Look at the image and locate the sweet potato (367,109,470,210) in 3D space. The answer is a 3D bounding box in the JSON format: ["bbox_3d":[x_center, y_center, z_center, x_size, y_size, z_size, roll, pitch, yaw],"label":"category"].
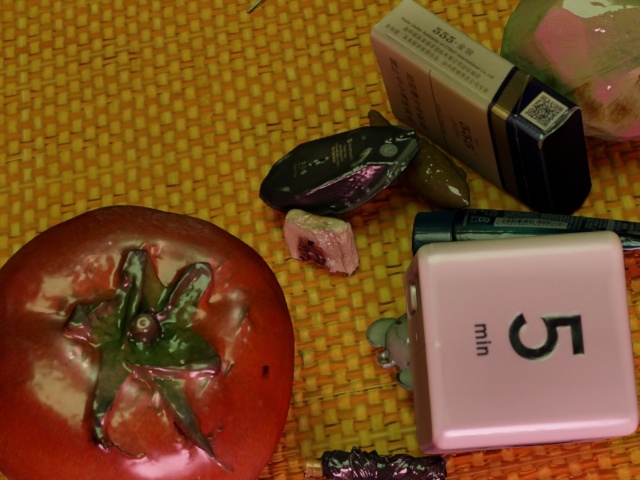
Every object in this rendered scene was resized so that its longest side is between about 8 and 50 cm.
[{"bbox_3d":[0.109,-0.087,2.096,0.068,0.060,0.206,-6,39,-40],"label":"sweet potato"}]

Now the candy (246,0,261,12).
[{"bbox_3d":[-0.062,-0.311,2.312,0.083,0.023,0.025,-44,24,-14],"label":"candy"}]

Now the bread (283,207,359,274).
[{"bbox_3d":[0.000,0.000,2.039,0.083,0.070,0.035,19,53,25],"label":"bread"}]

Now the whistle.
[{"bbox_3d":[0.164,0.076,1.953,0.235,0.077,0.114,-25,43,-11],"label":"whistle"}]

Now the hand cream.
[{"bbox_3d":[0.235,-0.006,1.990,0.270,0.120,0.061,-2,97,11],"label":"hand cream"}]

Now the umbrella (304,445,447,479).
[{"bbox_3d":[0.055,0.229,1.881,0.144,0.037,0.040,1,68,7],"label":"umbrella"}]

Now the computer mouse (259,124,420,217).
[{"bbox_3d":[0.024,-0.070,2.073,0.192,0.062,0.106,-17,33,13],"label":"computer mouse"}]

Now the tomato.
[{"bbox_3d":[-0.182,0.140,1.853,0.341,0.273,0.341,4,58,-7],"label":"tomato"}]

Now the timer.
[{"bbox_3d":[0.189,0.102,1.807,0.195,0.192,0.194,-3,82,-2],"label":"timer"}]

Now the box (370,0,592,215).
[{"bbox_3d":[0.178,-0.142,2.052,0.259,0.168,0.071,36,71,29],"label":"box"}]

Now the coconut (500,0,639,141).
[{"bbox_3d":[0.323,-0.207,2.033,0.236,0.236,0.204,33,60,29],"label":"coconut"}]
